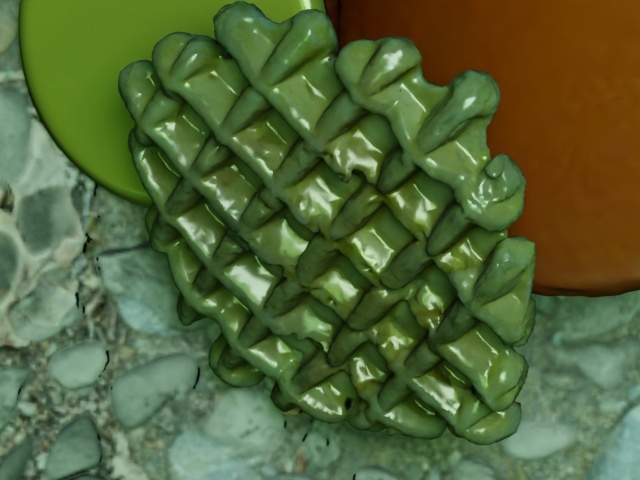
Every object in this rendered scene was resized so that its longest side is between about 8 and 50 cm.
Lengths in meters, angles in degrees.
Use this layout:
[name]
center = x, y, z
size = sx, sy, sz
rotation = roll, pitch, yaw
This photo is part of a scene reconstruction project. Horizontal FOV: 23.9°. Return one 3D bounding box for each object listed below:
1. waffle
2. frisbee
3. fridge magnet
[waffle]
center = 0.000, 0.000, 0.947
size = 0.292, 0.056, 0.309
rotation = 11, 129, 30
[frisbee]
center = -0.104, -0.133, 1.016
size = 0.236, 0.017, 0.236
rotation = 5, 104, 20
[fridge magnet]
center = 0.165, -0.145, 0.931
size = 0.364, 0.155, 0.363
rotation = -3, 85, 30
